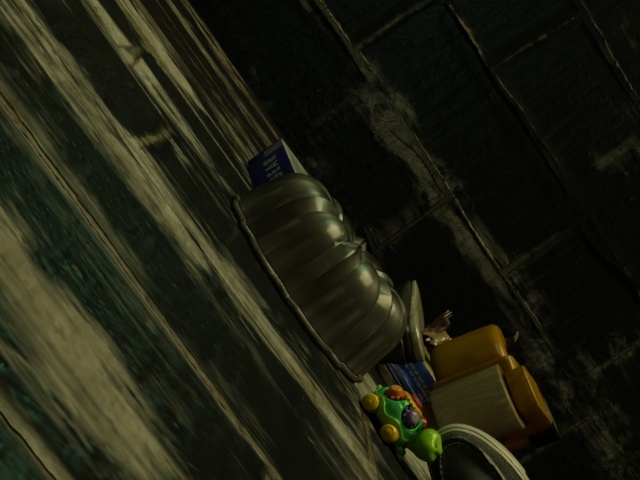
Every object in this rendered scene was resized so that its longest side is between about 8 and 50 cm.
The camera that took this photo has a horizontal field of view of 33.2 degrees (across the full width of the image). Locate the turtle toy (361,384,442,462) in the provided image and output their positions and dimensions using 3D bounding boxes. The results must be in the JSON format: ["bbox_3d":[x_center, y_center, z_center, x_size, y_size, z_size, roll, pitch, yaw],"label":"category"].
[{"bbox_3d":[0.115,0.249,1.467,0.130,0.066,0.095,58,5,24],"label":"turtle toy"}]

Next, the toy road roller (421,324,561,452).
[{"bbox_3d":[0.280,0.264,1.925,0.329,0.202,0.241,44,24,-62],"label":"toy road roller"}]

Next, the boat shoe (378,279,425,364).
[{"bbox_3d":[0.140,0.148,1.989,0.335,0.095,0.112,-65,145,-77],"label":"boat shoe"}]

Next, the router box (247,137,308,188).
[{"bbox_3d":[0.000,0.000,1.908,0.301,0.082,0.335,54,5,-23],"label":"router box"}]

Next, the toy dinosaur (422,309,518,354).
[{"bbox_3d":[0.290,0.248,2.197,0.200,0.127,0.296,19,-30,24],"label":"toy dinosaur"}]

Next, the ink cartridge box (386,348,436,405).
[{"bbox_3d":[0.174,0.229,2.176,0.304,0.072,0.307,58,3,20],"label":"ink cartridge box"}]

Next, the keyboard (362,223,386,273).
[{"bbox_3d":[0.113,0.060,2.064,0.180,0.023,0.108,76,-3,-50],"label":"keyboard"}]

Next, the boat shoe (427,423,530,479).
[{"bbox_3d":[0.242,0.394,1.402,0.341,0.127,0.158,56,11,15],"label":"boat shoe"}]

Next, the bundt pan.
[{"bbox_3d":[0.014,0.039,1.563,0.331,0.124,0.331,56,4,-6],"label":"bundt pan"}]
